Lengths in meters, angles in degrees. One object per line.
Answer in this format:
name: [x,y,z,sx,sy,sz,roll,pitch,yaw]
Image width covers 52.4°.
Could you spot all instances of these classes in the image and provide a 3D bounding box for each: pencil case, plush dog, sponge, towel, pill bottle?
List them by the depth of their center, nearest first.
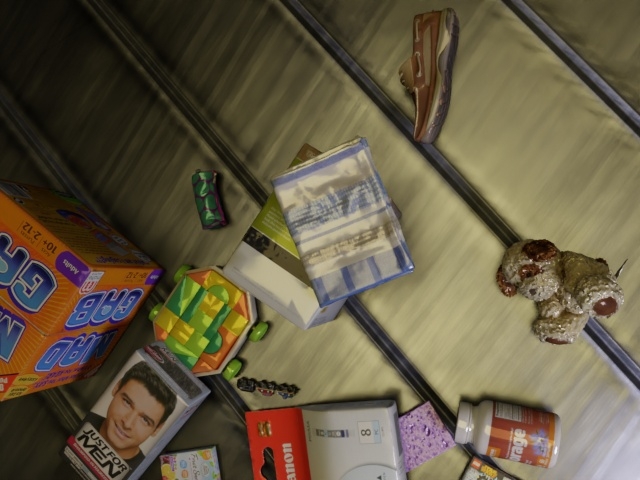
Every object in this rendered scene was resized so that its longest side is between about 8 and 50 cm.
towel: [0.040,-0.037,1.254,0.209,0.034,0.285,-22,84,9]
plush dog: [0.506,0.075,1.410,0.225,0.262,0.210,27,59,3]
pill bottle: [0.410,0.423,1.439,0.216,0.121,0.121,8,89,12]
sponge: [0.197,0.477,1.526,0.210,0.031,0.117,-32,80,8]
pencil case: [-0.281,-0.104,1.643,0.070,0.064,0.151,-16,84,27]

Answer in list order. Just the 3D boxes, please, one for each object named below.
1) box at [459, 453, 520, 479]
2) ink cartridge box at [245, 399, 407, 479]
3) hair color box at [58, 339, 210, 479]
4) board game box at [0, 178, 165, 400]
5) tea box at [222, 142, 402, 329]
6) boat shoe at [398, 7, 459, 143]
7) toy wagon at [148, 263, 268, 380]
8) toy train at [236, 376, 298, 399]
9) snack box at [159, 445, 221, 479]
box: [0.390,0.565,1.483,0.137,0.027,0.094,27,92,12]
ink cartridge box: [0.005,0.544,1.514,0.385,0.091,0.308,-9,88,17]
hair color box: [-0.458,0.446,1.591,0.185,0.113,0.374,43,106,11]
board game box: [-0.674,0.107,1.564,0.356,0.356,0.356,36,94,12]
tea box: [0.000,0.000,1.443,0.220,0.329,0.323,35,93,11]
boat shoe: [0.247,-0.385,1.530,0.116,0.123,0.324,8,82,19]
toy wagon: [-0.306,0.236,1.627,0.267,0.068,0.344,35,94,12]
toy train: [-0.132,0.367,1.604,0.158,0.027,0.036,6,91,12]
snack box: [-0.326,0.576,1.627,0.141,0.037,0.100,-11,86,11]
